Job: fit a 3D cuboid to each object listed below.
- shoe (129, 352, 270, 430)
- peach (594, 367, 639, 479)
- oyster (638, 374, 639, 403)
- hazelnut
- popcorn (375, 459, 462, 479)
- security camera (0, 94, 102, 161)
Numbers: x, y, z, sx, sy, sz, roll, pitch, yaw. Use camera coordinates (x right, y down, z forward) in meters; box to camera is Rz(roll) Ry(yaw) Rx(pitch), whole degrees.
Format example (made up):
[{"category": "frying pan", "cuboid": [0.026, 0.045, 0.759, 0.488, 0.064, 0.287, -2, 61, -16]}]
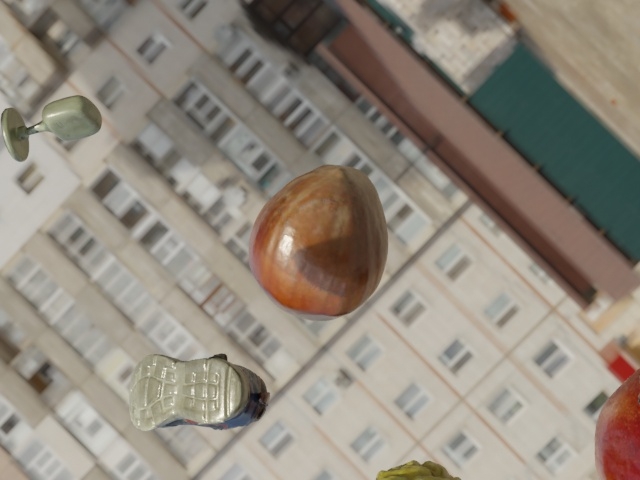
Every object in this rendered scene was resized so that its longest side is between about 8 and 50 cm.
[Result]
[{"category": "shoe", "cuboid": [-0.149, 0.197, 1.731, 0.227, 0.099, 0.125, -7, 172, 44]}, {"category": "peach", "cuboid": [0.511, 0.286, 1.719, 0.308, 0.308, 0.332, 44, -167, -2]}, {"category": "oyster", "cuboid": [0.376, 0.122, 1.222, 0.177, 0.105, 0.056, 18, 176, -14]}, {"category": "hazelnut", "cuboid": [0.000, 0.000, 1.698, 0.176, 0.214, 0.214, 15, -174, 4]}, {"category": "popcorn", "cuboid": [0.148, 0.447, 1.877, 0.251, 0.237, 0.206, 36, 147, 28]}, {"category": "security camera", "cuboid": [-0.258, -0.114, 1.290, 0.058, 0.092, 0.058, -14, -90, -82]}]
